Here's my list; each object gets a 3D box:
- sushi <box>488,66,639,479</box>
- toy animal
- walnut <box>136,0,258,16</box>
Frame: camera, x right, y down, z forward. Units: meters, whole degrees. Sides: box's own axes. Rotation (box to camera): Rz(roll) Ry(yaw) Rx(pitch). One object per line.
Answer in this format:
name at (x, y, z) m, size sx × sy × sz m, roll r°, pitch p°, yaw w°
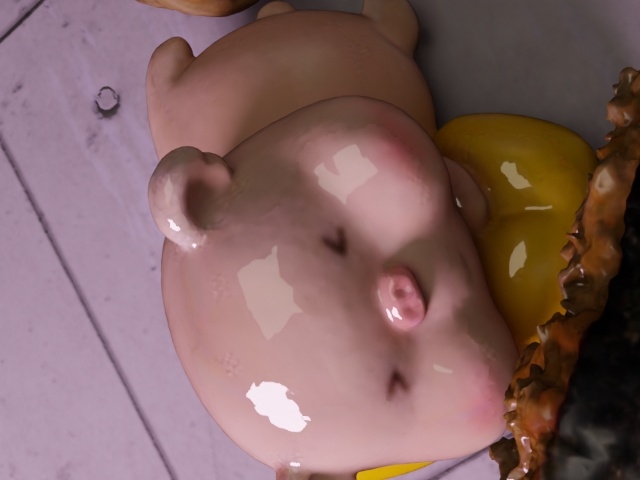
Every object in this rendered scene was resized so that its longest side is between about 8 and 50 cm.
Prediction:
sushi at (0.219, 0.070, 0.546) m, size 0.207 × 0.234 × 0.348 m, roll 13°, pitch 65°, yaw 32°
toy animal at (0.017, -0.011, 0.639) m, size 0.277 × 0.247 × 0.345 m, roll -21°, pitch 82°, yaw 24°
walnut at (-0.089, -0.227, 0.731) m, size 0.166 × 0.166 × 0.149 m, roll -16°, pitch 100°, yaw 26°
